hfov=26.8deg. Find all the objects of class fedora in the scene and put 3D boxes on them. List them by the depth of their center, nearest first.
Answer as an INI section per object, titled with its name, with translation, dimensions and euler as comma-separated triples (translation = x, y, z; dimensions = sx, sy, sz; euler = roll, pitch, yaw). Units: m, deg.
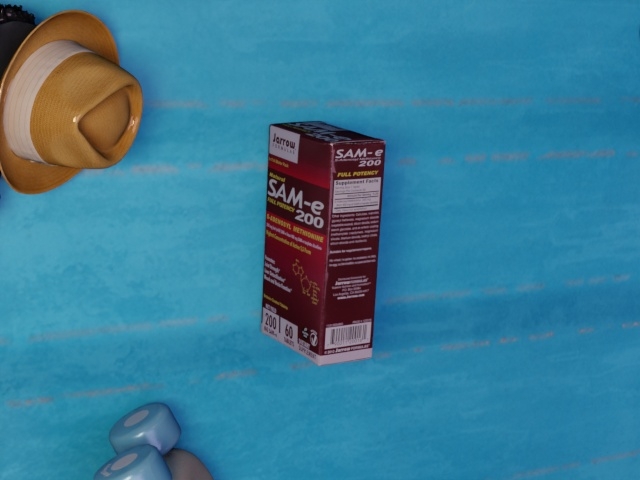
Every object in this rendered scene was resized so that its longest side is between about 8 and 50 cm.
[fedora]
translation = -0.221, -0.120, 1.249
dimensions = 0.194, 0.079, 0.194
euler = -50, 151, -42

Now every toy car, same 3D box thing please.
[toy car]
translation = -0.220, 0.329, 1.394
dimensions = 0.238, 0.210, 0.219
euler = -25, 105, 6

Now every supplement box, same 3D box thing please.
[supplement box]
translation = 0.000, 0.000, 1.444
dimensions = 0.073, 0.130, 0.239
euler = -5, 106, -32

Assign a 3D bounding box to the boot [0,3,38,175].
[boot]
translation = -0.375, -0.128, 1.180
dimensions = 0.246, 0.094, 0.207
euler = 3, 105, -41
